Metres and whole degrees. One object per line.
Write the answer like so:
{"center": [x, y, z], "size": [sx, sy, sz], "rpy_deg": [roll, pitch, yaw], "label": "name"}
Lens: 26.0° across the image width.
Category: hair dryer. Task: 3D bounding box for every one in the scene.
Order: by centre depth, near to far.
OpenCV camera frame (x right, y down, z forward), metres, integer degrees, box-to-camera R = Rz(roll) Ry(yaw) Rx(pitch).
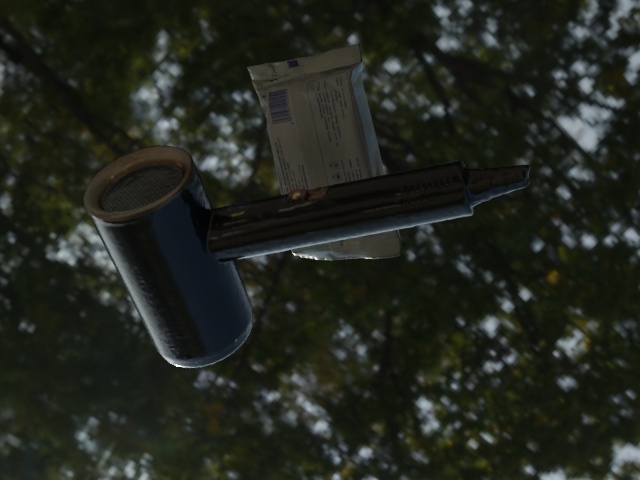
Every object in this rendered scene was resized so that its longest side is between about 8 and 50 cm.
{"center": [0.000, 0.000, 0.815], "size": [0.256, 0.128, 0.070], "rpy_deg": [-8, -144, 13], "label": "hair dryer"}

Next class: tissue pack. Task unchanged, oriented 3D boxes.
{"center": [0.004, -0.074, 1.261], "size": [0.123, 0.193, 0.026], "rpy_deg": [-6, -168, 34], "label": "tissue pack"}
